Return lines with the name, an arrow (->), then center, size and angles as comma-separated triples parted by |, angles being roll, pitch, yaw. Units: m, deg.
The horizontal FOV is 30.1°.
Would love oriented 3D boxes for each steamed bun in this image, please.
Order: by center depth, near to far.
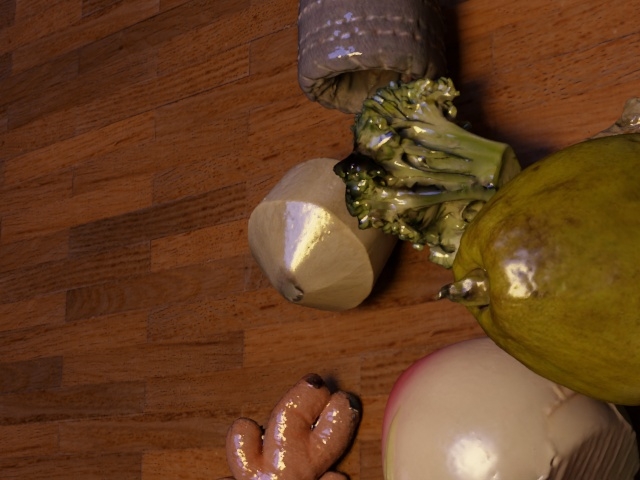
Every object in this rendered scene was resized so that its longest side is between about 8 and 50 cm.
steamed bun -> 0.195, 0.242, 1.402 | 0.309, 0.309, 0.309 | -12, 72, 42

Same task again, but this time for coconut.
coconut -> 0.000, 0.000, 1.691 | 0.202, 0.202, 0.222 | -19, 25, 40

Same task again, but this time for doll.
doll -> -0.056, 0.342, 1.749 | 0.201, 0.156, 0.303 | 33, 83, 4

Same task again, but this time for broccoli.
broccoli -> 0.153, -0.080, 1.557 | 0.243, 0.247, 0.262 | 7, 104, 51

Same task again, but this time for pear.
pear -> 0.293, 0.030, 1.232 | 0.287, 0.375, 0.287 | 173, 90, -73

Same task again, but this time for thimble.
thimble -> 0.078, -0.285, 1.681 | 0.205, 0.236, 0.172 | -13, 69, 47

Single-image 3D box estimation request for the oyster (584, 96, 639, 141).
oyster -> 0.301, -0.018, 1.463 | 0.354, 0.107, 0.201 | -65, 22, 10
